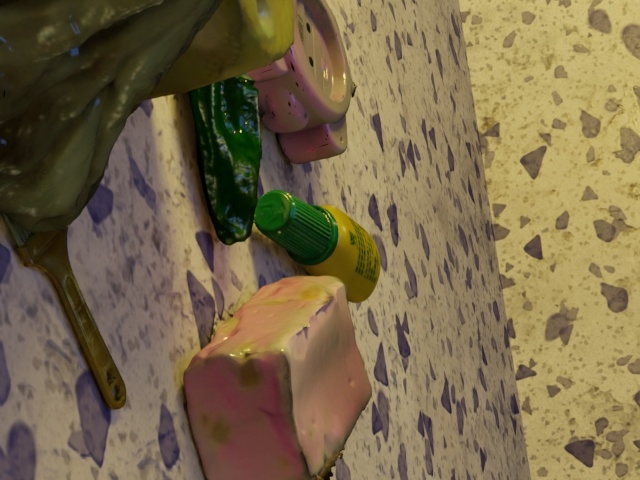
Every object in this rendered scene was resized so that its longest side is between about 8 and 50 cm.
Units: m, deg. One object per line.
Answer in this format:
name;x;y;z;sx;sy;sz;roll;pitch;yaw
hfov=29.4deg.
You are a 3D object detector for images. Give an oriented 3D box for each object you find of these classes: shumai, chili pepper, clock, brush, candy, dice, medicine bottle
shumai;-0.143;-0.176;0.841;0.309;0.263;0.304;-60;131;-66
chili pepper;-0.104;-0.103;1.269;0.108;0.062;0.216;0;80;-66
clock;-0.039;-0.237;1.512;0.248;0.090;0.228;45;37;-58
brush;-0.196;0.043;0.963;0.082;0.010;0.218;-68;143;-61
candy;-0.034;0.141;1.239;0.265;0.115;0.156;-46;122;-69
dice;-0.127;-0.222;1.080;0.169;0.169;0.166;-53;129;-67
medicine bottle;0.000;0.000;1.501;0.309;0.076;0.111;35;40;-66
